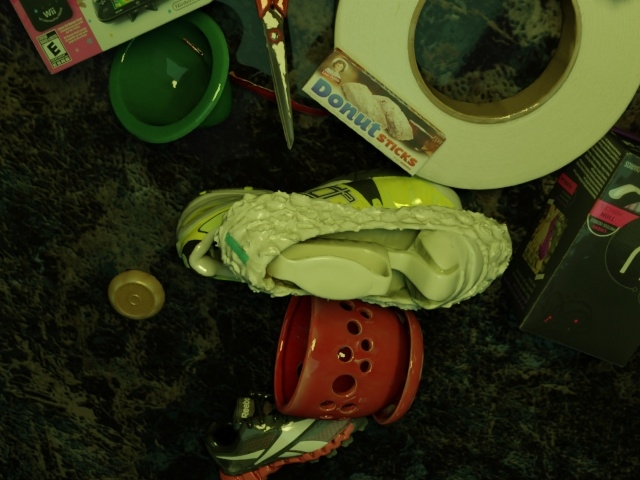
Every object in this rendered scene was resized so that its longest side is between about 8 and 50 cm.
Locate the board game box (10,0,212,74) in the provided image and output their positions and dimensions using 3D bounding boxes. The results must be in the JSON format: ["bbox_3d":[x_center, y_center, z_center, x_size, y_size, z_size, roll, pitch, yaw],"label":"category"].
[{"bbox_3d":[-0.271,-0.371,0.931,0.224,0.097,0.303,-20,109,15],"label":"board game box"}]

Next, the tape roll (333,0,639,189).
[{"bbox_3d":[0.206,-0.252,1.026,0.392,0.072,0.392,0,116,-1],"label":"tape roll"}]

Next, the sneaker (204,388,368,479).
[{"bbox_3d":[-0.058,0.277,1.265,0.276,0.098,0.135,-28,115,14],"label":"sneaker"}]

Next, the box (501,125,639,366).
[{"bbox_3d":[0.382,0.004,1.110,0.165,0.143,0.270,20,115,-9],"label":"box"}]

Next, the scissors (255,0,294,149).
[{"bbox_3d":[-0.066,-0.263,1.002,0.109,0.021,0.297,6,99,-8],"label":"scissors"}]

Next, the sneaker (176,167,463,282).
[{"bbox_3d":[0.000,0.000,1.105,0.384,0.147,0.145,-9,114,2],"label":"sneaker"}]

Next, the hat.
[{"bbox_3d":[-0.139,-0.182,1.083,0.208,0.183,0.173,42,100,28],"label":"hat"}]

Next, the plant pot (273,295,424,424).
[{"bbox_3d":[0.040,0.157,1.164,0.174,0.191,0.191,10,116,-14],"label":"plant pot"}]

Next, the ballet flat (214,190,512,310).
[{"bbox_3d":[0.076,0.033,1.004,0.409,0.147,0.147,3,118,-24],"label":"ballet flat"}]

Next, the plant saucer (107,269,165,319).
[{"bbox_3d":[-0.269,0.083,1.217,0.083,0.015,0.083,0,116,0],"label":"plant saucer"}]

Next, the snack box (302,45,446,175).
[{"bbox_3d":[0.066,-0.156,1.021,0.178,0.022,0.064,36,113,-16],"label":"snack box"}]
